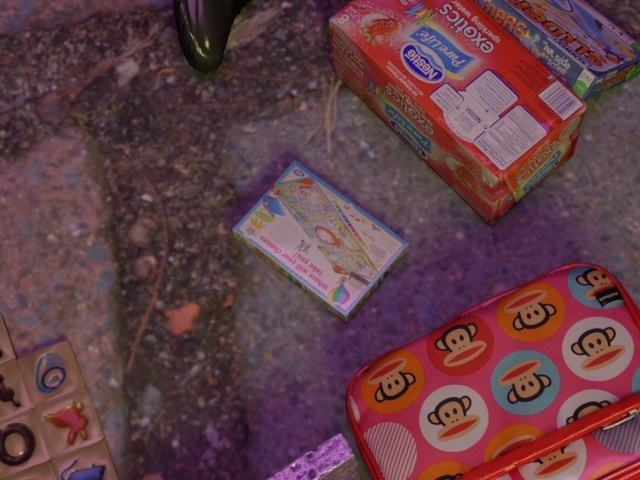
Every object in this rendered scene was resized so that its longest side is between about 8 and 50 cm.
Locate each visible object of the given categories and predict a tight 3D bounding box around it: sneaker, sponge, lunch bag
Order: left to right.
[{"bbox_3d":[-0.096,-0.319,1.500,0.130,0.109,0.286,5,70,-2],"label":"sneaker"},{"bbox_3d":[-0.057,0.257,1.249,0.210,0.117,0.031,-31,68,-9],"label":"sponge"},{"bbox_3d":[0.190,0.183,1.230,0.293,0.120,0.258,-27,55,4],"label":"lunch bag"}]

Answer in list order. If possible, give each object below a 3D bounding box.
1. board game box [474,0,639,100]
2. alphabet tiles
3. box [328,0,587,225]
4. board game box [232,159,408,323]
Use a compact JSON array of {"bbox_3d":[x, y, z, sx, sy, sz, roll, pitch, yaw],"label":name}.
[{"bbox_3d":[0.242,-0.235,1.443,0.201,0.035,0.136,43,38,17],"label":"board game box"},{"bbox_3d":[-0.345,0.249,1.325,0.285,0.011,0.342,-22,68,-7],"label":"alphabet tiles"},{"bbox_3d":[0.139,-0.159,1.408,0.128,0.122,0.257,-40,71,-13],"label":"box"},{"bbox_3d":[0.000,0.000,1.402,0.154,0.026,0.103,37,74,16],"label":"board game box"}]
